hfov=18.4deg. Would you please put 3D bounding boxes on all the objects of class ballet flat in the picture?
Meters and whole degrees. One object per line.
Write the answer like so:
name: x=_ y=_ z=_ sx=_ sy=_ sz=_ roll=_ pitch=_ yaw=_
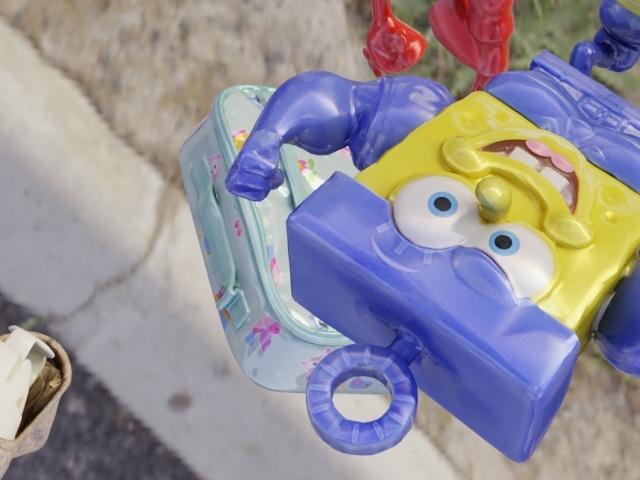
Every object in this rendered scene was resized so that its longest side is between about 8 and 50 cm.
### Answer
ballet flat: x=-0.247 y=0.112 z=1.414 sx=0.107 sy=0.316 sz=0.106 roll=34 pitch=96 yaw=0

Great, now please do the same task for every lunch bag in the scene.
lunch bag: x=0.000 y=0.000 z=1.697 sx=0.224 sy=0.279 sz=0.108 roll=6 pitch=142 yaw=-37

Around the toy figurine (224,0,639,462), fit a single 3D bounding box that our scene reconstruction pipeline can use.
toy figurine: x=0.089 y=0.026 z=0.714 sx=0.362 sy=0.217 sz=0.191 roll=37 pitch=150 yaw=16
